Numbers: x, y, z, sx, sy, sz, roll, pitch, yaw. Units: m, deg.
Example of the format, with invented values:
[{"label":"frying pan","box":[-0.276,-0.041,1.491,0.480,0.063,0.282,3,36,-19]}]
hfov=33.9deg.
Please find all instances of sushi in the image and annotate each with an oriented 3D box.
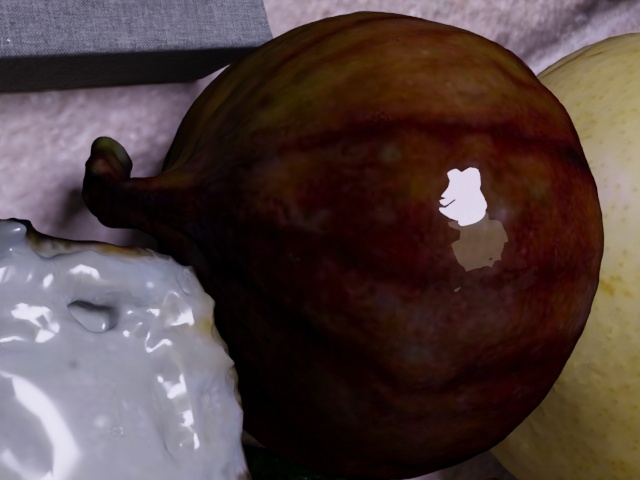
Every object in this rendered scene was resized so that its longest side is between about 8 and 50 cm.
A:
[{"label":"sushi","box":[-0.173,0.087,0.376,0.343,0.182,0.197,-3,86,-42]}]

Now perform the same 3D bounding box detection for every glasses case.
[{"label":"glasses case","box":[-0.126,-0.101,0.500,0.205,0.070,0.047,-11,89,-39]}]

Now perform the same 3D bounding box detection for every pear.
[{"label":"pear","box":[0.217,0.032,0.635,0.309,0.309,0.309,4,83,-40]}]

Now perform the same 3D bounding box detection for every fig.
[{"label":"fig","box":[0.016,0.004,0.508,0.214,0.235,0.235,-6,90,-54]}]

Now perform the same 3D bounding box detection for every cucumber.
[{"label":"cucumber","box":[-0.042,0.127,0.574,0.184,0.033,0.036,17,97,-38]}]

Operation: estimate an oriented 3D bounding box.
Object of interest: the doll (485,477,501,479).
[{"label":"doll","box":[0.027,0.217,0.597,0.245,0.076,0.142,-40,119,-30]}]
